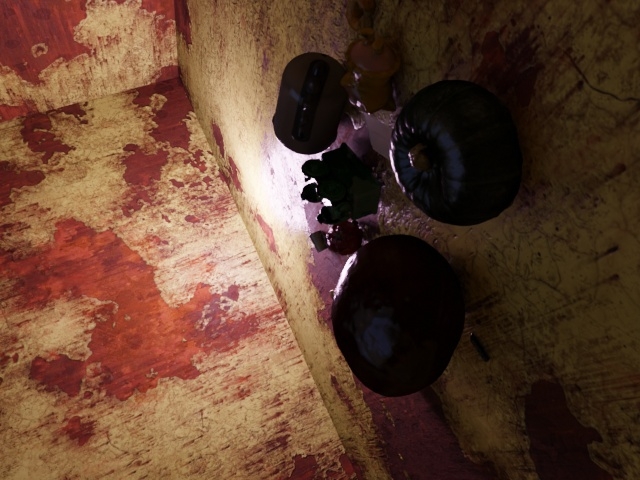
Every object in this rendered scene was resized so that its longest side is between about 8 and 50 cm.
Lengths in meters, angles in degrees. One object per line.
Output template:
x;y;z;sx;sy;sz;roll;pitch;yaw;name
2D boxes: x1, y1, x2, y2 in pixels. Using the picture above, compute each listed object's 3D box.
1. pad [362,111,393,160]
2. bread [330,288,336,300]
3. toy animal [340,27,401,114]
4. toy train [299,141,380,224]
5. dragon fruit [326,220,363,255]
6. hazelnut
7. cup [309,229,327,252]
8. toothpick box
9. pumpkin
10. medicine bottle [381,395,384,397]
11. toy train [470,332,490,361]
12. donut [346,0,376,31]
0.200;-0.232;1.451;0.232;0.004;0.156;40;167;33;pad
0.159;0.179;1.917;0.163;0.167;0.264;64;158;17;bread
0.127;-0.421;1.411;0.156;0.156;0.230;61;170;24;toy animal
0.050;-0.169;1.773;0.266;0.201;0.145;55;156;35;toy train
0.089;-0.008;1.976;0.133;0.136;0.166;23;160;1;dragon fruit
0.203;0.200;1.477;0.421;0.352;0.421;-160;90;-89;hazelnut
0.001;0.000;2.359;0.083;0.074;0.054;65;-162;3;cup
-0.030;-0.416;1.706;0.229;0.229;0.316;63;160;18;toothpick box
0.268;-0.170;1.151;0.300;0.207;0.300;40;142;42;pumpkin
0.224;0.433;2.040;0.237;0.139;0.139;61;160;25;medicine bottle
0.422;0.285;1.508;0.083;0.017;0.017;60;158;28;toy train
0.099;-0.588;1.443;0.097;0.043;0.108;55;153;35;donut
